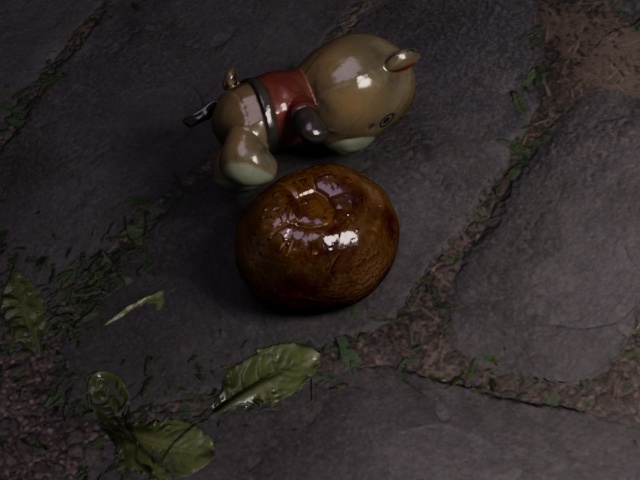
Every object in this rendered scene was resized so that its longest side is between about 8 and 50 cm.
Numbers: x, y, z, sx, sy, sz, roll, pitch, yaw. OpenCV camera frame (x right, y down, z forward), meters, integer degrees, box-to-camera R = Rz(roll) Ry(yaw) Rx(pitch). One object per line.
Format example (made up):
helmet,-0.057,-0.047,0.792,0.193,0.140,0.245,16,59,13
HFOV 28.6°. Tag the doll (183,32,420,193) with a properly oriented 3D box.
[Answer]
doll,-0.020,-0.191,1.798,0.330,0.235,0.174,-22,86,-17

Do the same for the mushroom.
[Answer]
mushroom,-0.003,-0.009,1.695,0.231,0.138,0.194,-38,53,-15
